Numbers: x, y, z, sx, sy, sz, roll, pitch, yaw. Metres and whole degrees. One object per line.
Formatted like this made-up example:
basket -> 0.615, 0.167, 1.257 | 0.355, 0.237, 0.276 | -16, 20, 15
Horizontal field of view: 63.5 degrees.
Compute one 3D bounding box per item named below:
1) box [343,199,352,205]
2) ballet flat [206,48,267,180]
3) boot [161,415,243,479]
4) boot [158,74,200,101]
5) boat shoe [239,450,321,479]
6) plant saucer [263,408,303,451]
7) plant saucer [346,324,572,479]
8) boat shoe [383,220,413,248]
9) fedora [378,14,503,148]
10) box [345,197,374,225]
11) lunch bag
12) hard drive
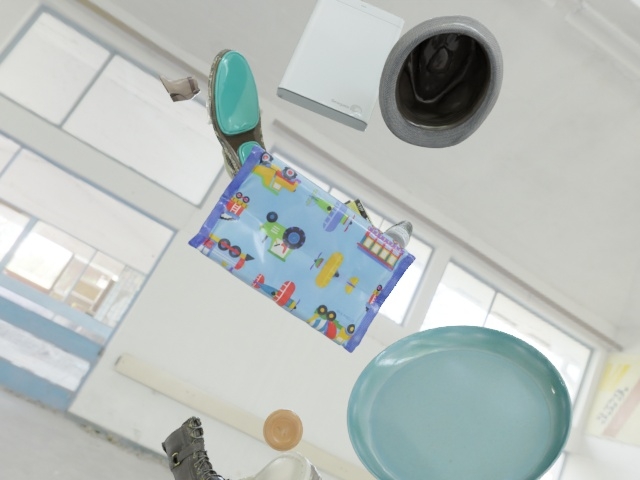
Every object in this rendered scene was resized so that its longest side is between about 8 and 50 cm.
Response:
box -> 0.096, 0.043, 1.481 | 0.270, 0.143, 0.165 | 55, 7, -51
ballet flat -> -0.245, -0.295, 1.512 | 0.182, 0.164, 0.482 | 0, -71, 53
boot -> -0.280, 0.525, 1.212 | 0.263, 0.229, 0.091 | -34, -32, 25
boot -> -0.380, -0.425, 1.407 | 0.042, 0.087, 0.118 | 62, -3, 20
boat shoe -> -0.084, 0.484, 0.954 | 0.097, 0.116, 0.324 | 37, -50, -10
plant saucer -> -0.077, 0.393, 1.071 | 0.083, 0.083, 0.013 | 26, -16, 3
plant saucer -> 0.197, 0.249, 0.763 | 0.318, 0.317, 0.043 | 11, -48, 41
boat shoe -> 0.207, 0.058, 1.742 | 0.121, 0.119, 0.335 | 49, -47, 5
fedora -> 0.245, -0.343, 1.076 | 0.244, 0.124, 0.275 | 6, -47, 2
box -> 0.000, 0.000, 1.101 | 0.058, 0.232, 0.087 | 60, 5, -30
lunch bag -> -0.039, 0.006, 0.703 | 0.221, 0.138, 0.293 | 35, -4, -9
hard drive -> 0.058, -0.465, 1.305 | 0.233, 0.353, 0.047 | 22, -22, -4
